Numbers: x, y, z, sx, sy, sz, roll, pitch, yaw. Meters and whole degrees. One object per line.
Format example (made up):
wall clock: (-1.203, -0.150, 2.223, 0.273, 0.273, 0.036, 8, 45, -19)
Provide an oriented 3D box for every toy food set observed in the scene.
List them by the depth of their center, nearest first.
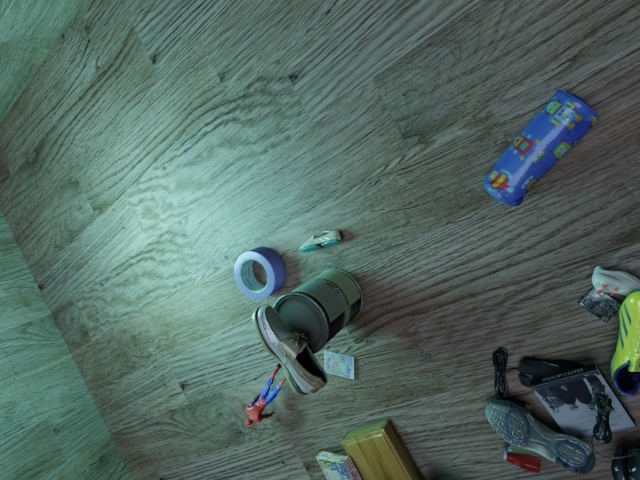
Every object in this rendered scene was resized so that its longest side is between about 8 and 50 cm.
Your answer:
toy food set: (0.572, 0.676, 1.255, 0.104, 0.232, 0.111, 5, 118, 28)

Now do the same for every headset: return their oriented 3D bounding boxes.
headset: (0.859, 0.561, 1.108, 0.393, 0.185, 0.243, 30, 142, -6)

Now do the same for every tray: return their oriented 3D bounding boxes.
tray: (0.262, 0.871, 1.572, 0.202, 0.076, 0.411, -32, 87, 31)

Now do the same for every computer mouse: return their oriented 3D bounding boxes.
computer mouse: (0.633, 0.428, 1.267, 0.261, 0.060, 0.184, 6, 104, 28)

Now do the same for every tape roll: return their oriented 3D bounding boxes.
tape roll: (-0.231, 0.124, 1.653, 0.188, 0.080, 0.189, 8, 107, 27)

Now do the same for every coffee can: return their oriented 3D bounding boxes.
coffee can: (-0.002, 0.226, 1.438, 0.201, 0.275, 0.202, 8, 106, 27)

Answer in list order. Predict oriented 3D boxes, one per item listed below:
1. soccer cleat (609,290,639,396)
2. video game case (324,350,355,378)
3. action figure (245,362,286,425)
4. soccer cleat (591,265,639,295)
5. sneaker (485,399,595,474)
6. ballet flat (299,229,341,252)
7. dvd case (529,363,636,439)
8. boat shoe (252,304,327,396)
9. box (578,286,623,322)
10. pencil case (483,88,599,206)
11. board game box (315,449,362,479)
soccer cleat: (0.786, 0.261, 1.077, 0.093, 0.121, 0.290, 7, 120, 27)
video game case: (0.070, 0.460, 1.611, 0.121, 0.011, 0.087, 5, 104, 27)
action figure: (-0.206, 0.632, 1.770, 0.091, 0.139, 0.281, 37, 95, 19)
soccer cleat: (0.795, 0.118, 1.103, 0.196, 0.076, 0.068, 19, 144, 9)
sneaker: (0.625, 0.574, 1.270, 0.297, 0.129, 0.111, 27, 78, 31)
ballet flat: (0.000, 0.000, 1.521, 0.168, 0.057, 0.053, -15, 67, 27)
dvd case: (0.720, 0.451, 1.198, 0.179, 0.030, 0.239, -30, 108, 31)
boat shoe: (-0.083, 0.314, 1.287, 0.103, 0.113, 0.303, -28, 99, 30)
box: (0.750, 0.169, 1.163, 0.083, 0.018, 0.067, 37, 117, 16)
pencil case: (0.555, -0.224, 1.114, 0.306, 0.133, 0.119, -56, 35, 27)
board game box: (0.076, 0.886, 1.653, 0.193, 0.045, 0.147, -27, 89, 54)
